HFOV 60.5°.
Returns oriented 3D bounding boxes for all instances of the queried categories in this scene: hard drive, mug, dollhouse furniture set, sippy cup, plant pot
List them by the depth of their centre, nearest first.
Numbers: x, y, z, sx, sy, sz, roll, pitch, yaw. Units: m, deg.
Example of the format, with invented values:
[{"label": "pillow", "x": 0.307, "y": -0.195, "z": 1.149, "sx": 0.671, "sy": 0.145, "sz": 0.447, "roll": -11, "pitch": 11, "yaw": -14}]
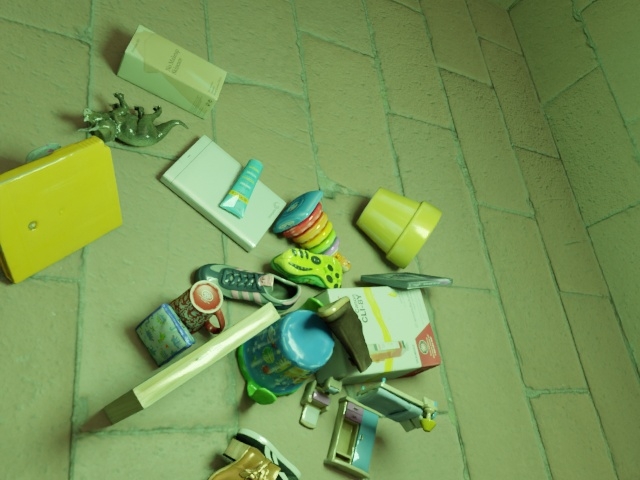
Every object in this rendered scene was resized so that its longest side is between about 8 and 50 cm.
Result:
[{"label": "mug", "x": -0.321, "y": 0.181, "z": 1.491, "sx": 0.150, "sy": 0.169, "sz": 0.113, "roll": 14, "pitch": 59, "yaw": -27}, {"label": "dollhouse furniture set", "x": 0.126, "y": 0.511, "z": 1.529, "sx": 0.286, "sy": 0.303, "sz": 0.198, "roll": 30, "pitch": 52, "yaw": -17}, {"label": "sippy cup", "x": -0.085, "y": 0.304, "z": 1.550, "sx": 0.240, "sy": 0.224, "sz": 0.305, "roll": 8, "pitch": 62, "yaw": -30}, {"label": "hard drive", "x": -0.302, "y": -0.154, "z": 1.764, "sx": 0.353, "sy": 0.047, "sz": 0.233, "roll": 40, "pitch": 50, "yaw": -10}, {"label": "plant pot", "x": 0.272, "y": -0.064, "z": 1.987, "sx": 0.239, "sy": 0.254, "sz": 0.254, "roll": 35, "pitch": 50, "yaw": 5}]

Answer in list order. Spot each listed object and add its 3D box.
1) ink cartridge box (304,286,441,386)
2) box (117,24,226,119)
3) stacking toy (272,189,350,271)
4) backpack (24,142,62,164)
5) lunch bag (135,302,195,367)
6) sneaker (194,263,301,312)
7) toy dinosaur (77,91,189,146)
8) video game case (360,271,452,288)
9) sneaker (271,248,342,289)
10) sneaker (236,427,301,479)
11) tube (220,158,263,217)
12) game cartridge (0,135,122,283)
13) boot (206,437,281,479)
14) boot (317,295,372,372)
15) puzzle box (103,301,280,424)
[{"label": "ink cartridge box", "x": 0.166, "y": 0.301, "z": 1.759, "sx": 0.385, "sy": 0.160, "sz": 0.279, "roll": 1, "pitch": 65, "yaw": -33}, {"label": "box", "x": -0.484, "y": -0.548, "z": 1.802, "sx": 0.311, "sy": 0.121, "sz": 0.147, "roll": 23, "pitch": 56, "yaw": -22}, {"label": "stacking toy", "x": 0.000, "y": 0.000, "z": 1.838, "sx": 0.302, "sy": 0.175, "sz": 0.165, "roll": 50, "pitch": 43, "yaw": -19}, {"label": "backpack", "x": -0.695, "y": -0.164, "z": 1.416, "sx": 0.115, "sy": 0.182, "sz": 0.152, "roll": 45, "pitch": 50, "yaw": -6}, {"label": "lunch bag", "x": -0.395, "y": 0.239, "z": 1.423, "sx": 0.096, "sy": 0.151, "sz": 0.128, "roll": -33, "pitch": 86, "yaw": -40}, {"label": "sneaker", "x": -0.205, "y": 0.123, "z": 1.625, "sx": 0.319, "sy": 0.131, "sz": 0.112, "roll": 17, "pitch": 58, "yaw": -26}, {"label": "toy dinosaur", "x": -0.567, "y": -0.345, "z": 1.665, "sx": 0.314, "sy": 0.121, "sz": 0.160, "roll": 12, "pitch": 72, "yaw": -34}, {"label": "video game case", "x": 0.299, "y": 0.136, "z": 1.893, "sx": 0.274, "sy": 0.196, "sz": 0.026, "roll": 2, "pitch": 93, "yaw": -46}, {"label": "sneaker", "x": -0.037, "y": 0.091, "z": 1.769, "sx": 0.296, "sy": 0.124, "sz": 0.109, "roll": 26, "pitch": 68, "yaw": -43}, {"label": "sneaker", "x": -0.156, "y": 0.602, "z": 1.437, "sx": 0.217, "sy": 0.079, "sz": 0.121, "roll": 43, "pitch": 50, "yaw": -8}, {"label": "tube", "x": -0.245, "y": -0.168, "z": 1.753, "sx": 0.080, "sy": 0.052, "sz": 0.207, "roll": 28, "pitch": 58, "yaw": -11}, {"label": "game cartridge", "x": -0.650, "y": -0.082, "z": 1.354, "sx": 0.053, "sy": 0.285, "sz": 0.324, "roll": 29, "pitch": 45, "yaw": 22}, {"label": "boot", "x": -0.203, "y": 0.612, "z": 1.361, "sx": 0.152, "sy": 0.073, "sz": 0.197, "roll": 30, "pitch": 70, "yaw": 4}, {"label": "boot", "x": 0.082, "y": 0.259, "z": 1.497, "sx": 0.206, "sy": 0.090, "sz": 0.248, "roll": 66, "pitch": 10, "yaw": 9}, {"label": "puzzle box", "x": -0.315, "y": 0.302, "z": 1.366, "sx": 0.409, "sy": 0.272, "sz": 0.052, "roll": -30, "pitch": 86, "yaw": -41}]
